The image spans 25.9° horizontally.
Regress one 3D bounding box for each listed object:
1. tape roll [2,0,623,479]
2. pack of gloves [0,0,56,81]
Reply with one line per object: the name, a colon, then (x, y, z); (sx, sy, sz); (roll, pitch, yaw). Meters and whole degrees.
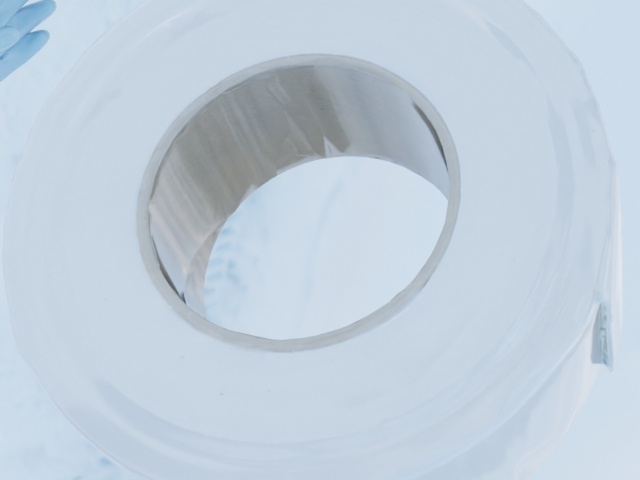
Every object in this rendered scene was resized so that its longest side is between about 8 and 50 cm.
tape roll: (0.000, 0.000, 0.660); (0.286, 0.286, 0.100); (-29, 152, -2)
pack of gloves: (-0.273, -0.125, 0.866); (0.232, 0.046, 0.195); (-43, 142, -11)
